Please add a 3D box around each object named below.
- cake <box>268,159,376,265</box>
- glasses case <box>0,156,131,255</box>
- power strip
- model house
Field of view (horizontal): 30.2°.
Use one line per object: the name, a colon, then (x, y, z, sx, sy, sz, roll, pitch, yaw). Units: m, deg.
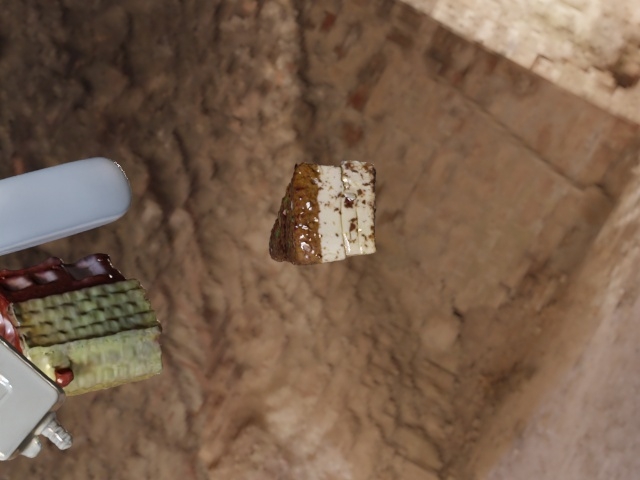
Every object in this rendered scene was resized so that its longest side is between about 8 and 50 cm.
cake: (-0.002, 0.009, 1.581, 0.246, 0.112, 0.135, 114, 155, -57)
glasses case: (-0.271, -0.034, 1.164, 0.178, 0.067, 0.045, -19, -8, -31)
power strip: (-0.400, 0.117, 1.268, 0.098, 0.338, 0.058, -50, -3, -8)
model house: (-0.333, 0.136, 1.619, 0.254, 0.195, 0.160, 33, 126, 57)
